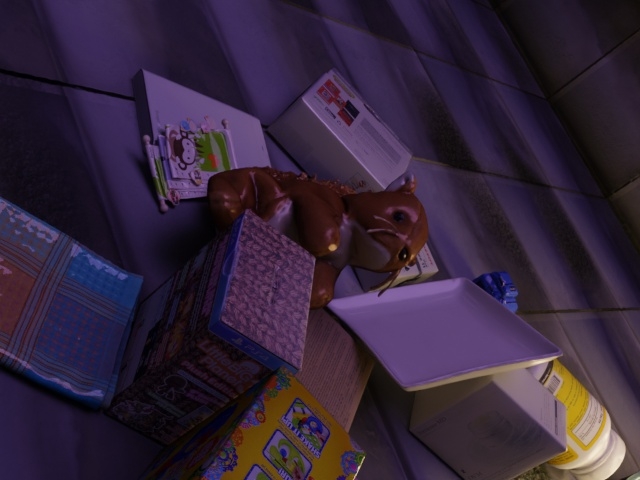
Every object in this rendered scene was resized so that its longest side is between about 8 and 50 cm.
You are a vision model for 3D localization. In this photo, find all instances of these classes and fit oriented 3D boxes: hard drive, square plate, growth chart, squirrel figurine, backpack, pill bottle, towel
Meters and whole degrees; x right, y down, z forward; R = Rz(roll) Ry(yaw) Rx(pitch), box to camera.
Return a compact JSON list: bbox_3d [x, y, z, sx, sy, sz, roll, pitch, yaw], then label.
[{"bbox_3d":[-0.237,-0.220,1.795,0.307,0.040,0.203,18,45,-42],"label":"hard drive"},{"bbox_3d":[0.229,0.182,1.700,0.344,0.049,0.347,-8,25,-22],"label":"square plate"},{"bbox_3d":[-0.244,-0.156,1.681,0.237,0.021,0.172,-19,90,-48],"label":"growth chart"},{"bbox_3d":[-0.002,-0.036,1.590,0.397,0.370,0.281,-107,-171,-69],"label":"squirrel figurine"},{"bbox_3d":[0.453,0.144,2.239,0.098,0.101,0.120,-1,63,-44],"label":"backpack"},{"bbox_3d":[0.543,0.404,2.013,0.334,0.188,0.188,45,33,-12],"label":"pill bottle"},{"bbox_3d":[-0.437,0.066,1.269,0.370,0.040,0.271,35,35,-25],"label":"towel"}]

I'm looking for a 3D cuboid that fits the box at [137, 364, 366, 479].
[{"bbox_3d":[-0.133,0.358,1.124,0.177,0.290,0.279,48,32,-6],"label":"box"}]

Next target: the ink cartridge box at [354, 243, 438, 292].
[{"bbox_3d":[0.161,0.029,1.991,0.208,0.087,0.153,-5,68,-53],"label":"ink cartridge box"}]

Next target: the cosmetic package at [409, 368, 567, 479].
[{"bbox_3d":[0.341,0.361,1.767,0.224,0.224,0.138,43,32,-12],"label":"cosmetic package"}]

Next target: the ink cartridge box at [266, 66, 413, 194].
[{"bbox_3d":[0.058,-0.236,2.091,0.309,0.130,0.272,47,32,-8],"label":"ink cartridge box"}]

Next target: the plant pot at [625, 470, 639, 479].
[{"bbox_3d":[0.884,0.690,2.054,0.334,0.341,0.341,12,49,-55],"label":"plant pot"}]

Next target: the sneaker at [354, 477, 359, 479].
[{"bbox_3d":[0.062,0.497,1.411,0.161,0.102,0.282,4,55,-53],"label":"sneaker"}]

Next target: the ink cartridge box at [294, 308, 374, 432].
[{"bbox_3d":[-0.017,0.240,1.570,0.193,0.088,0.235,45,33,-9],"label":"ink cartridge box"}]

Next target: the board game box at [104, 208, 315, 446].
[{"bbox_3d":[-0.162,0.139,1.303,0.141,0.291,0.232,36,36,-23],"label":"board game box"}]
